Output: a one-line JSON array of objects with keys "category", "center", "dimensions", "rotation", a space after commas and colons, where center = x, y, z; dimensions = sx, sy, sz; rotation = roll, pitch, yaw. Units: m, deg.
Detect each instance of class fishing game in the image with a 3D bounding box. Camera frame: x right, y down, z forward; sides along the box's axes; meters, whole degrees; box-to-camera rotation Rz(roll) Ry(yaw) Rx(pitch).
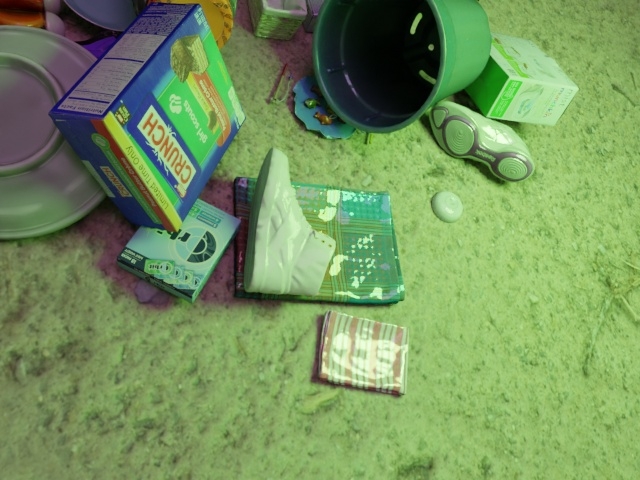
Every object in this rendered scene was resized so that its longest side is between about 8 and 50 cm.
[{"category": "fishing game", "center": [0.019, -0.326, 1.349], "dimensions": [0.264, 0.041, 0.189], "rotation": [23, 58, -12]}]

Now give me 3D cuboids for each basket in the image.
[{"category": "basket", "center": [-0.111, -0.585, 1.370], "dimensions": [0.113, 0.103, 0.167], "rotation": [-2, 69, -23]}]

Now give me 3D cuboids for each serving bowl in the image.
[{"category": "serving bowl", "center": [0.313, -0.086, 1.372], "dimensions": [0.083, 0.027, 0.083], "rotation": [9, 64, -19]}]

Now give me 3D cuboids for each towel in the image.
[{"category": "towel", "center": [0.000, 0.000, 1.196], "dimensions": [0.370, 0.040, 0.272], "rotation": [5, 65, -21]}, {"category": "towel", "center": [0.093, 0.226, 1.141], "dimensions": [0.197, 0.029, 0.144], "rotation": [15, 64, -16]}]

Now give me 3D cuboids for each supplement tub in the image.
[{"category": "supplement tub", "center": [-0.292, -0.544, 1.173], "dimensions": [0.207, 0.207, 0.338], "rotation": [-2, 53, -23]}]

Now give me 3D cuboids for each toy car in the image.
[{"category": "toy car", "center": [-0.588, -0.461, 1.095], "dimensions": [0.159, 0.136, 0.182], "rotation": [-7, 69, -25]}]

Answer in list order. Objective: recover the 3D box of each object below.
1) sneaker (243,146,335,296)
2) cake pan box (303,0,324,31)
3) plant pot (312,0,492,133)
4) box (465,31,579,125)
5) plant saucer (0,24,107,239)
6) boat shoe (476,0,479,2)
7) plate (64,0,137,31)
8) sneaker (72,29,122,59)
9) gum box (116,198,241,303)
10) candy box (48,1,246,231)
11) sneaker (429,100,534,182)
[{"category": "sneaker", "center": [-0.051, -0.031, 1.117], "dimensions": [0.169, 0.108, 0.293], "rotation": [10, 75, -18]}, {"category": "cake pan box", "center": [0.048, -0.671, 1.497], "dimensions": [0.245, 0.070, 0.267], "rotation": [-7, 71, -27]}, {"category": "plant pot", "center": [0.216, -0.450, 1.316], "dimensions": [0.334, 0.341, 0.341], "rotation": [-27, 80, -44]}, {"category": "box", "center": [0.505, -0.441, 1.503], "dimensions": [0.231, 0.127, 0.262], "rotation": [1, 45, -24]}, {"category": "plant saucer", "center": [-0.540, -0.205, 0.968], "dimensions": [0.400, 0.100, 0.401], "rotation": [2, 79, -11]}, {"category": "boat shoe", "center": [0.254, -0.807, 1.558], "dimensions": [0.500, 0.156, 0.187], "rotation": [35, 25, -9]}, {"category": "plate", "center": [-0.473, -0.520, 1.216], "dimensions": [0.188, 0.024, 0.188], "rotation": [21, 51, -28]}, {"category": "sneaker", "center": [-0.392, -0.372, 1.158], "dimensions": [0.293, 0.102, 0.146], "rotation": [-7, 61, -25]}, {"category": "gum box", "center": [-0.263, 0.004, 1.067], "dimensions": [0.156, 0.041, 0.184], "rotation": [26, 59, 3]}, {"category": "candy box", "center": [-0.284, -0.223, 1.017], "dimensions": [0.122, 0.268, 0.317], "rotation": [10, 56, 23]}, {"category": "sneaker", "center": [0.414, -0.267, 1.467], "dimensions": [0.305, 0.114, 0.152], "rotation": [32, 40, -6]}]
